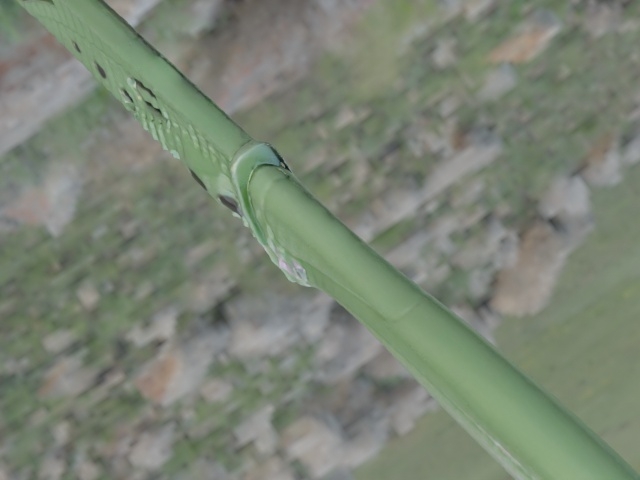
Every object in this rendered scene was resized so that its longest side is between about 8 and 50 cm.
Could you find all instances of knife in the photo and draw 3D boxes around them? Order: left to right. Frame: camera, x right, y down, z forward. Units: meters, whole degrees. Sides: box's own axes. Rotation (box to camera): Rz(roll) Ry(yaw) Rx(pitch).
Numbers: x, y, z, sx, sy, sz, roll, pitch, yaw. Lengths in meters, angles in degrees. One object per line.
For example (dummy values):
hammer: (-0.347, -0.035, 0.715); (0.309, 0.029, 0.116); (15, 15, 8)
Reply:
knife: (-0.002, 0.001, 0.471); (0.020, 0.293, 0.043); (-40, 154, -15)
